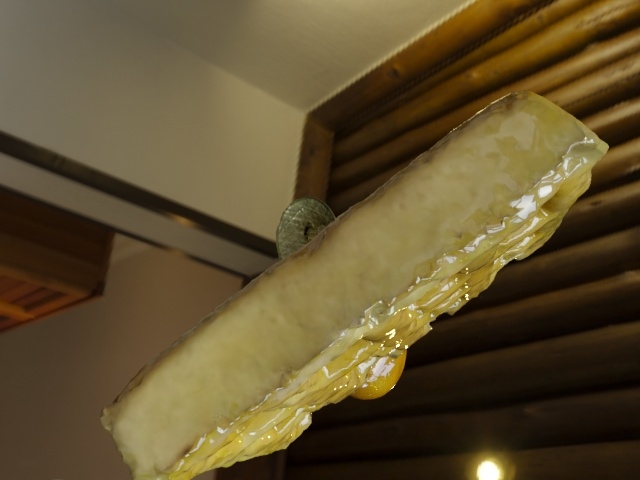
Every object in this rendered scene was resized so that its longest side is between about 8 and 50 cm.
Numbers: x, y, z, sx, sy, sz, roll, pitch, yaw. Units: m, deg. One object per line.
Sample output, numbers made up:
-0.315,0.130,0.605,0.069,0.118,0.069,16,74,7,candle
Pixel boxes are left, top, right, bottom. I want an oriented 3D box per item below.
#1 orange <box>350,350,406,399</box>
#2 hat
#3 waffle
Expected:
0.077,0.192,1.415,0.136,0.159,0.159,-34,-133,17,orange
0.000,0.000,1.355,0.146,0.067,0.146,3,-86,43,hat
0.026,0.034,0.445,0.248,0.221,0.055,-37,-104,2,waffle
